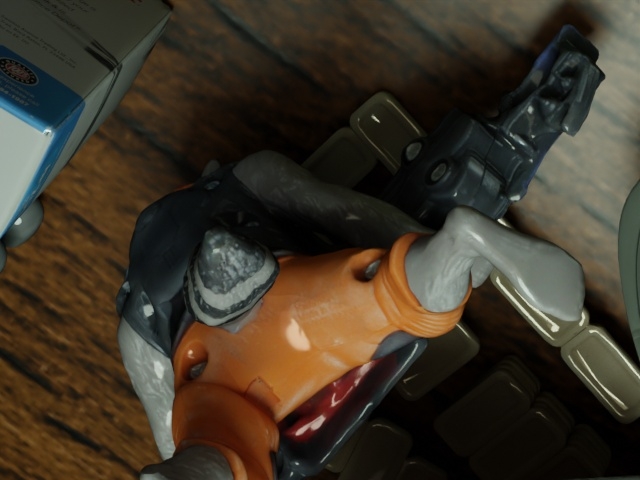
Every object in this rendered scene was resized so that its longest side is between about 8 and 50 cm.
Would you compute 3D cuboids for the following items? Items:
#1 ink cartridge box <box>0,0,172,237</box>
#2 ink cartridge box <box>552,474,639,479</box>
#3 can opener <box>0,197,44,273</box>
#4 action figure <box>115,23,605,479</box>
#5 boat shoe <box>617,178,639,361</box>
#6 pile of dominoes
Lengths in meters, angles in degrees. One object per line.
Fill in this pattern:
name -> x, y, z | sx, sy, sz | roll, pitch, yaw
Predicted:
ink cartridge box -> -0.177, -0.098, 0.903 | 0.139, 0.191, 0.082 | 31, 117, -2
ink cartridge box -> 0.065, 0.191, 0.947 | 0.239, 0.275, 0.060 | -33, 63, 45
can opener -> -0.288, -0.076, 1.015 | 0.280, 0.074, 0.093 | 37, 150, -3
action figure -> 0.000, 0.000, 0.843 | 0.178, 0.330, 0.341 | 38, 87, -18
boat shoe -> 0.266, 0.092, 0.874 | 0.320, 0.103, 0.118 | 55, 137, 11
pile of dominoes -> 0.057, 0.061, 1.019 | 0.196, 0.040, 0.251 | -41, 91, 25
